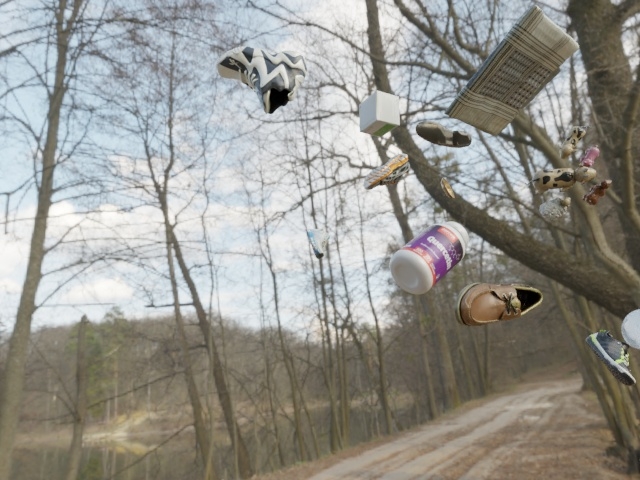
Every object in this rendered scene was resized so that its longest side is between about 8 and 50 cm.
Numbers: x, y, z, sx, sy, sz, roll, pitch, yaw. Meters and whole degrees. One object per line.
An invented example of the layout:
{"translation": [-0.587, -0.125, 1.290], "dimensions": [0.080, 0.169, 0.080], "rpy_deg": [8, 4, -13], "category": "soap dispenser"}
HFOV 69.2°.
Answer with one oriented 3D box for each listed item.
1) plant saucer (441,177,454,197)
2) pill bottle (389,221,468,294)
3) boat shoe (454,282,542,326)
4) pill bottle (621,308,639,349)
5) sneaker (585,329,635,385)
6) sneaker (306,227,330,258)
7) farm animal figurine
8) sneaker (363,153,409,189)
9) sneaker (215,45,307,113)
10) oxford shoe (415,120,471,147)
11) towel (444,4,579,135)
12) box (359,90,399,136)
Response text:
{"translation": [0.451, -0.185, 1.658], "dimensions": [0.015, 0.083, 0.083], "rpy_deg": [-30, -27, 26], "category": "plant saucer"}
{"translation": [0.423, 0.053, 1.763], "dimensions": [0.323, 0.181, 0.181], "rpy_deg": [-34, -1, -32], "category": "pill bottle"}
{"translation": [0.479, 0.159, 1.234], "dimensions": [0.308, 0.110, 0.105], "rpy_deg": [-9, 1, -39], "category": "boat shoe"}
{"translation": [0.858, 0.239, 1.145], "dimensions": [0.209, 0.119, 0.119], "rpy_deg": [18, -26, -21], "category": "pill bottle"}
{"translation": [0.946, 0.359, 1.487], "dimensions": [0.097, 0.234, 0.084], "rpy_deg": [-34, -70, 14], "category": "sneaker"}
{"translation": [0.000, 0.000, 1.782], "dimensions": [0.083, 0.190, 0.071], "rpy_deg": [-14, -57, -5], "category": "sneaker"}
{"translation": [1.025, -0.286, 1.915], "dimensions": [0.327, 0.330, 0.172], "rpy_deg": [-22, -10, 10], "category": "farm animal figurine"}
{"translation": [0.261, -0.249, 1.790], "dimensions": [0.215, 0.084, 0.083], "rpy_deg": [-33, -57, -12], "category": "sneaker"}
{"translation": [-0.157, -0.385, 1.143], "dimensions": [0.235, 0.152, 0.094], "rpy_deg": [7, -23, 5], "category": "sneaker"}
{"translation": [0.416, -0.359, 1.621], "dimensions": [0.213, 0.076, 0.076], "rpy_deg": [12, -5, -18], "category": "oxford shoe"}
{"translation": [0.508, -0.415, 1.216], "dimensions": [0.324, 0.056, 0.312], "rpy_deg": [-1, -42, -48], "category": "towel"}
{"translation": [0.182, -0.392, 1.443], "dimensions": [0.087, 0.101, 0.101], "rpy_deg": [7, -14, -27], "category": "box"}
